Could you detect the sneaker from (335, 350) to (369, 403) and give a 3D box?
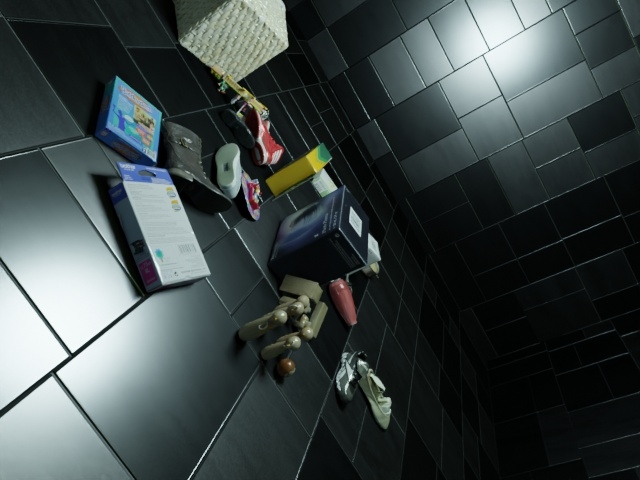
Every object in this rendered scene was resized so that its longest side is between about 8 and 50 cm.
[{"bbox_3d":[0.118,0.465,1.740,0.078,0.106,0.234,55,24,-18],"label":"sneaker"}]

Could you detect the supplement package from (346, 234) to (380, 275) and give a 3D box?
[{"bbox_3d":[0.157,0.058,2.180,0.105,0.179,0.105,43,30,-40],"label":"supplement package"}]

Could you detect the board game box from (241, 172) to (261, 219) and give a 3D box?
[{"bbox_3d":[-0.225,-0.155,1.702,0.133,0.033,0.169,-30,105,-82],"label":"board game box"}]

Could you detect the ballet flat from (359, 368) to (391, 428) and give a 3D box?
[{"bbox_3d":[0.215,0.587,1.852,0.248,0.086,0.086,62,22,-4],"label":"ballet flat"}]

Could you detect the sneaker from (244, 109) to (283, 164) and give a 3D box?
[{"bbox_3d":[-0.220,-0.397,1.951,0.128,0.087,0.221,-2,82,-53],"label":"sneaker"}]

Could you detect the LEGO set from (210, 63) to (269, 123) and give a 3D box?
[{"bbox_3d":[-0.327,-0.549,1.944,0.287,0.107,0.132,36,9,-36],"label":"LEGO set"}]

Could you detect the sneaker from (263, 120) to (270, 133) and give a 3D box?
[{"bbox_3d":[-0.249,-0.443,2.035,0.065,0.061,0.158,20,40,-21],"label":"sneaker"}]

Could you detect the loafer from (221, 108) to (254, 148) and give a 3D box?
[{"bbox_3d":[-0.302,-0.425,1.869,0.170,0.062,0.061,56,18,-20],"label":"loafer"}]

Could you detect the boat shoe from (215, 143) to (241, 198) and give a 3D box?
[{"bbox_3d":[-0.303,-0.229,1.647,0.081,0.079,0.227,80,3,-48],"label":"boat shoe"}]

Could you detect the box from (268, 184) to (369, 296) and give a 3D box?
[{"bbox_3d":[0.000,0.000,1.747,0.183,0.294,0.296,51,25,-25],"label":"box"}]

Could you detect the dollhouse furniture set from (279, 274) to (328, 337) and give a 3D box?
[{"bbox_3d":[-0.066,0.222,1.665,0.144,0.123,0.151,-66,152,-21],"label":"dollhouse furniture set"}]

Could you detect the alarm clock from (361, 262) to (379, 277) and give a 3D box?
[{"bbox_3d":[0.221,0.104,2.424,0.192,0.064,0.129,44,29,-44],"label":"alarm clock"}]

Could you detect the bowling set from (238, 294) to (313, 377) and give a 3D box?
[{"bbox_3d":[-0.084,0.278,1.439,0.200,0.154,0.287,63,22,-1],"label":"bowling set"}]

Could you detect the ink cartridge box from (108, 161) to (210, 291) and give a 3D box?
[{"bbox_3d":[-0.399,-0.036,1.219,0.186,0.065,0.311,-7,74,-67],"label":"ink cartridge box"}]

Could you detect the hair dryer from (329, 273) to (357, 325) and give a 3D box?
[{"bbox_3d":[0.108,0.215,2.033,0.223,0.080,0.293,44,29,-40],"label":"hair dryer"}]

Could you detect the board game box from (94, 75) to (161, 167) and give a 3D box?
[{"bbox_3d":[-0.502,-0.311,1.315,0.160,0.047,0.210,39,32,-44],"label":"board game box"}]

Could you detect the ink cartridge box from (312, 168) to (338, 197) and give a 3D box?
[{"bbox_3d":[0.039,-0.280,2.468,0.171,0.056,0.235,54,26,-20],"label":"ink cartridge box"}]

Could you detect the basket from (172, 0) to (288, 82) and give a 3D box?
[{"bbox_3d":[-0.334,-0.842,1.907,0.328,0.331,0.266,30,41,-53],"label":"basket"}]

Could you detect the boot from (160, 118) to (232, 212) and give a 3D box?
[{"bbox_3d":[-0.364,-0.222,1.464,0.263,0.091,0.229,35,36,-45],"label":"boot"}]

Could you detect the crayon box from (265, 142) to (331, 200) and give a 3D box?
[{"bbox_3d":[-0.088,-0.281,1.986,0.083,0.203,0.323,58,23,-12],"label":"crayon box"}]
